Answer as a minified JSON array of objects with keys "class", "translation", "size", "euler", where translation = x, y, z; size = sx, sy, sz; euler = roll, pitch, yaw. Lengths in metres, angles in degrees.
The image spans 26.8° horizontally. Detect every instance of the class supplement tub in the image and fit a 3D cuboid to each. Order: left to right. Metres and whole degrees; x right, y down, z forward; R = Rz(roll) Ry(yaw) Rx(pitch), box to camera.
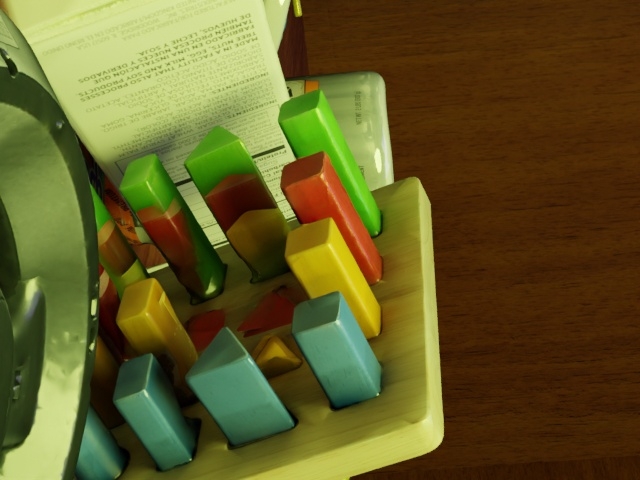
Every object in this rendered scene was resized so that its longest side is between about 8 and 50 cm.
[{"class":"supplement tub","translation":[-0.047,-0.049,0.908],"size":[0.117,0.190,0.117],"euler":[-6,90,-86]}]

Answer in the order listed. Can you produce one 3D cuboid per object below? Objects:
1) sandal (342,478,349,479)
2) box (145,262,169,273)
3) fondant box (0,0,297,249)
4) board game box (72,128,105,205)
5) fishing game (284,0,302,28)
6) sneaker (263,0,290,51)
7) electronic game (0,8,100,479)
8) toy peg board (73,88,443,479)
[{"class":"sandal","translation":[-0.049,0.148,1.291],"size":[0.317,0.126,0.138],"euler":[-100,172,-53]},{"class":"box","translation":[-0.069,0.142,1.008],"size":[0.322,0.058,0.232],"euler":[45,27,-83]},{"class":"fondant box","translation":[-0.090,-0.139,0.657],"size":[0.330,0.096,0.238],"euler":[77,-7,-72]},{"class":"board game box","translation":[-0.134,0.018,0.587],"size":[0.160,0.047,0.210],"euler":[72,13,-70]},{"class":"fishing game","translation":[-0.081,-0.268,1.356],"size":[0.264,0.041,0.189],"euler":[-163,-116,-68]},{"class":"sneaker","translation":[-0.093,-0.247,0.946],"size":[0.104,0.146,0.296],"euler":[-140,-129,-72]},{"class":"electronic game","translation":[-0.115,0.044,0.363],"size":[0.229,0.048,0.229],"euler":[9,90,-79]},{"class":"toy peg board","translation":[-0.044,0.023,0.521],"size":[0.161,0.161,0.079],"euler":[-86,151,-57]}]
